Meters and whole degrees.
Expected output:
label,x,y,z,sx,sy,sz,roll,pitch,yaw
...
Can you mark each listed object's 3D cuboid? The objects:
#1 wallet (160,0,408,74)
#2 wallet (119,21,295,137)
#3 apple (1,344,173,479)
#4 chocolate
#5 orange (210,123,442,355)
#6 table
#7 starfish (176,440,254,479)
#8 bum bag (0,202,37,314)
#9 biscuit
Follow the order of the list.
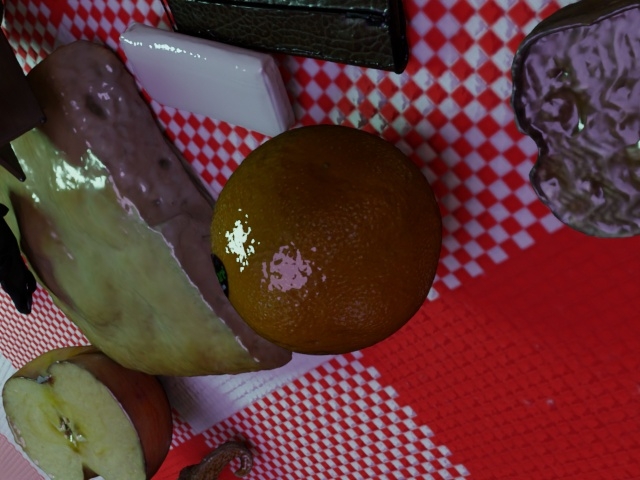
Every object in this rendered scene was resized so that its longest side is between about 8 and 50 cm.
label,x,y,z,sx,sy,sz,roll,pitch,yaw
wallet,-0.044,-0.214,0.542,0.243,0.039,0.133,20,137,31
wallet,-0.110,-0.154,0.635,0.189,0.033,0.095,19,149,28
apple,-0.359,0.269,1.092,0.292,0.163,0.252,-8,109,28
chocolate,0.227,-0.087,0.378,0.214,0.093,0.149,-6,116,41
orange,0.004,0.004,0.563,0.206,0.206,0.206,22,133,25
table,-0.392,-0.174,0.711,0.227,0.167,0.167,56,143,22
starfish,-0.241,0.437,1.034,0.113,0.303,0.312,38,146,11
bum bag,-0.421,0.014,0.887,0.198,0.049,0.087,89,159,-45
biscuit,-0.287,-0.002,0.862,0.446,0.104,0.430,-12,113,44
